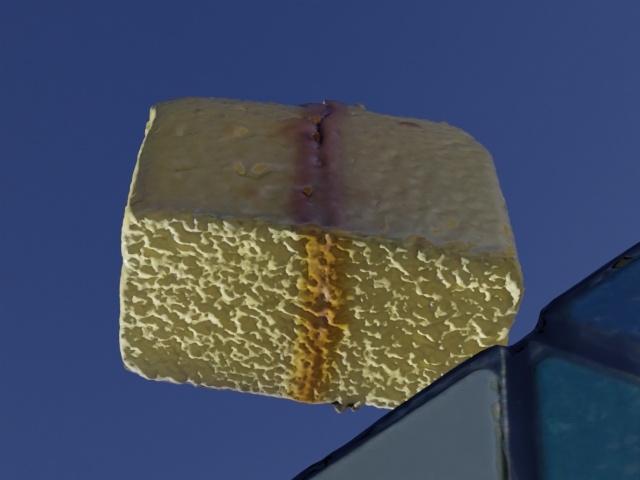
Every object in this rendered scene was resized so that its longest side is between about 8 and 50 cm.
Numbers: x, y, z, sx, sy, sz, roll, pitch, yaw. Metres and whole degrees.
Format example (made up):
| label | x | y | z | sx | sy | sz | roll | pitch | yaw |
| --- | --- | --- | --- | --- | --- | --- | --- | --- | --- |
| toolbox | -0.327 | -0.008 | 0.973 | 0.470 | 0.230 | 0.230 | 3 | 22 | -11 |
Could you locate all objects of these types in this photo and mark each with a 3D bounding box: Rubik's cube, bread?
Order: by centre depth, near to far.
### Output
| label | x | y | z | sx | sy | sz | roll | pitch | yaw |
| --- | --- | --- | --- | --- | --- | --- | --- | --- | --- |
| Rubik's cube | 0.059 | 0.178 | 0.466 | 0.234 | 0.250 | 0.284 | 62 | -161 | -51 |
| bread | 0.000 | 0.000 | 0.891 | 0.240 | 0.178 | 0.135 | 7 | -55 | -4 |
